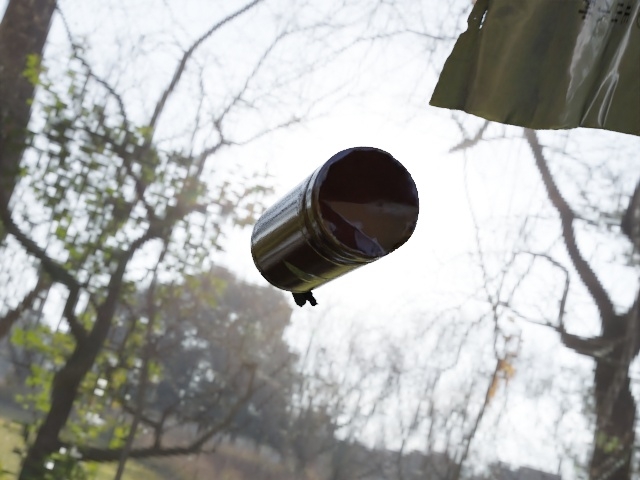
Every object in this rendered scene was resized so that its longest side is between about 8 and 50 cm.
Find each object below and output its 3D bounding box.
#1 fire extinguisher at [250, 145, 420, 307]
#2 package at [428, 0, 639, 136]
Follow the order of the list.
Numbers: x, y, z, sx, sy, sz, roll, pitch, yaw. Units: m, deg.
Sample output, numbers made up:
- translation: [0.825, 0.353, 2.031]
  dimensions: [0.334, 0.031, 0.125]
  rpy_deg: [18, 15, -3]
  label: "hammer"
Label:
- translation: [0.000, 0.000, 1.190]
  dimensions: [0.114, 0.135, 0.337]
  rpy_deg: [-26, -1, -20]
  label: "fire extinguisher"
- translation: [0.204, -0.186, 0.831]
  dimensions: [0.251, 0.203, 0.062]
  rpy_deg: [3, 23, -36]
  label: "package"
